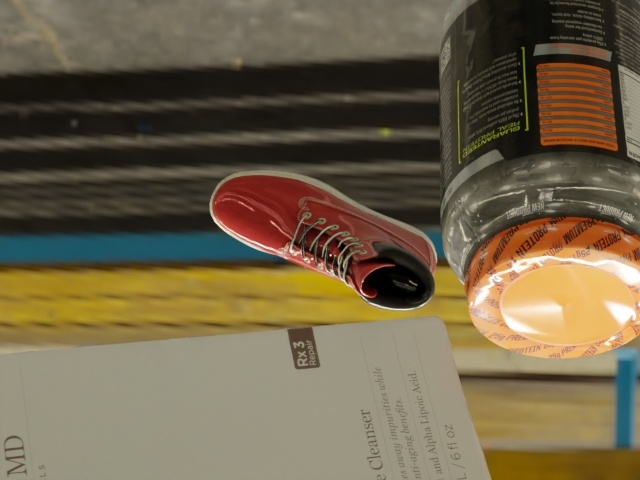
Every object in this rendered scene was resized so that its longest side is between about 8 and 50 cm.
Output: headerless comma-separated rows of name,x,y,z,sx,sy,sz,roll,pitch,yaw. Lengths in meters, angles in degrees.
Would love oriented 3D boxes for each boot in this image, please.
boot,0.000,0.000,1.688,0.244,0.088,0.176,19,-168,1

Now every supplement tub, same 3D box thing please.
supplement tub,0.209,-0.077,1.507,0.207,0.338,0.207,2,142,2

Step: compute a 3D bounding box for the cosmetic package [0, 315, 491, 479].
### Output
cosmetic package,-0.074,0.198,1.329,0.385,0.217,0.156,-5,146,-16
